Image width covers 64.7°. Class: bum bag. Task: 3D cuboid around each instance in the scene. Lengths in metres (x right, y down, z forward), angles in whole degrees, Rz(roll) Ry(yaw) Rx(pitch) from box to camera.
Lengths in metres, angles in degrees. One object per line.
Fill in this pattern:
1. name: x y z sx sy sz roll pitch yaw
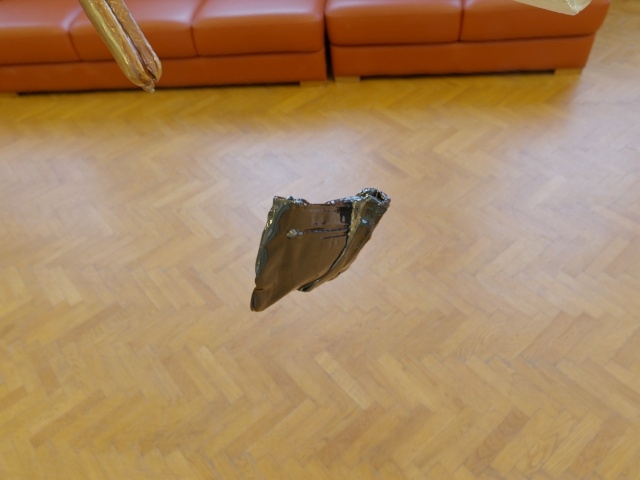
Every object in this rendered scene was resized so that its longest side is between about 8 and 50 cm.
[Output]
1. bum bag: 0.000 0.000 0.547 0.060 0.123 0.248 35 20 25

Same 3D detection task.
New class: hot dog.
1. hot dog: -0.379 -0.388 0.956 0.062 0.236 0.092 -20 17 26

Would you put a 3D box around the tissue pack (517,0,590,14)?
1. tissue pack: 0.238 -0.410 0.485 0.266 0.194 0.356 33 67 22
